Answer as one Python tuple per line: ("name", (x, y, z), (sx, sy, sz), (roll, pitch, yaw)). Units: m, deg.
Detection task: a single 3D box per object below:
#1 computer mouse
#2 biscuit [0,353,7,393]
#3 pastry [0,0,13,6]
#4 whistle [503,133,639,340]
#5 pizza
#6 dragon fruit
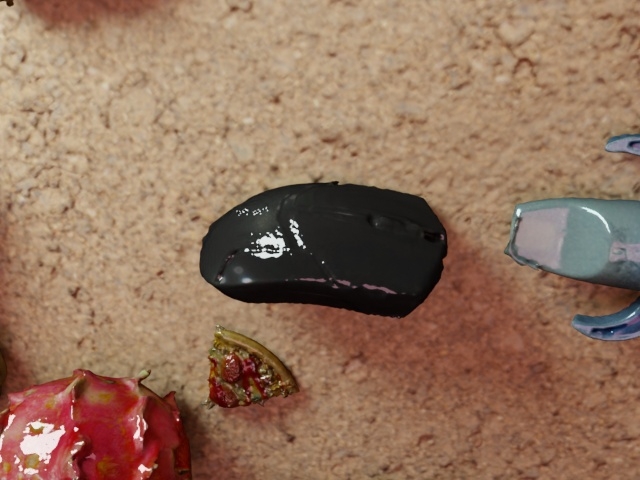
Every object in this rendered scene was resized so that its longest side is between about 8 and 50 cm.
("computer mouse", (0.000, 0.000, 0.664), (0.217, 0.122, 0.073), (4, 138, 6))
("biscuit", (-0.473, 0.148, 0.820), (0.273, 0.036, 0.187), (12, 122, -9))
("pastry", (-0.221, -0.239, 0.617), (0.140, 0.056, 0.080), (-15, 123, 12))
("whistle", (0.293, 0.007, 0.649), (0.269, 0.093, 0.180), (9, 109, 10))
("pizza", (-0.069, 0.140, 0.784), (0.099, 0.029, 0.100), (13, 116, 1))
("dragon fruit", (-0.252, 0.231, 0.763), (0.268, 0.210, 0.205), (-8, 95, 17))
